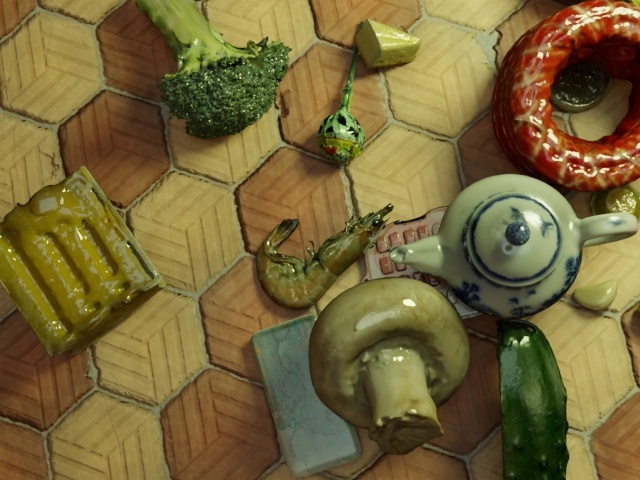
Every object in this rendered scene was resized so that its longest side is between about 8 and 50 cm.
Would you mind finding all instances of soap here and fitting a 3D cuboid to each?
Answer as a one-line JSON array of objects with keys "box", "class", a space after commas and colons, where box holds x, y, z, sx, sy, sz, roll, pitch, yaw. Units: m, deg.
[{"box": [-0.469, 0.041, 1.829, 0.259, 0.143, 0.281, -35, 78, 3], "class": "soap"}]

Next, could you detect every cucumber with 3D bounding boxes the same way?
[{"box": [0.368, 0.300, 1.678, 0.145, 0.105, 0.325, -6, 100, 2], "class": "cucumber"}]

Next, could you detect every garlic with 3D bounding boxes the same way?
[{"box": [0.515, 0.103, 1.786, 0.083, 0.041, 0.053, -12, 74, 10], "class": "garlic"}]

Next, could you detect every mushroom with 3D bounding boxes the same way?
[{"box": [0.129, 0.218, 1.655, 0.298, 0.297, 0.290, -23, 34, 1], "class": "mushroom"}]

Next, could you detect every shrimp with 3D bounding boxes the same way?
[{"box": [0.000, 0.000, 1.835, 0.296, 0.058, 0.169, -43, 75, 5], "class": "shrimp"}]

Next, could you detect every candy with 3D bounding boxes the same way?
[{"box": [0.062, -0.296, 1.888, 0.091, 0.083, 0.305, 11, 73, 8], "class": "candy"}]

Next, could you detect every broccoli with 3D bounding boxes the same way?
[{"box": [-0.254, -0.357, 1.865, 0.361, 0.221, 0.252, 32, 77, 20], "class": "broccoli"}]

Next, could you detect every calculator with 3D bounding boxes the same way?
[{"box": [0.239, 0.045, 1.819, 0.330, 0.048, 0.220, -12, 80, 5], "class": "calculator"}]

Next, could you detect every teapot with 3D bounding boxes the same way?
[{"box": [0.328, 0.006, 1.648, 0.424, 0.280, 0.252, -8, 81, 4], "class": "teapot"}]

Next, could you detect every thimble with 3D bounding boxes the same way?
[{"box": [0.484, -0.259, 1.739, 0.351, 0.230, 0.349, 0, 91, 1], "class": "thimble"}]

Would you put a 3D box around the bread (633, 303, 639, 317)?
[{"box": [0.679, 0.071, 1.772, 0.088, 0.049, 0.226, 40, 84, 10], "class": "bread"}]

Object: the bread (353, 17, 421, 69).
[{"box": [0.137, -0.392, 1.874, 0.109, 0.084, 0.080, -14, 72, -22], "class": "bread"}]

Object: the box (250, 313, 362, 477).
[{"box": [-0.027, 0.289, 1.798, 0.142, 0.044, 0.285, -20, 78, 5], "class": "box"}]

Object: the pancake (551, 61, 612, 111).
[{"box": [0.501, -0.318, 1.870, 0.140, 0.022, 0.139, -1, 80, 4], "class": "pancake"}]

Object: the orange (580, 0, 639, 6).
[{"box": [0.574, -0.558, 1.819, 0.335, 0.196, 0.262, 29, 91, 13], "class": "orange"}]

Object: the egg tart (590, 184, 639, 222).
[{"box": [0.563, -0.067, 1.812, 0.105, 0.039, 0.105, -1, 79, 3], "class": "egg tart"}]
